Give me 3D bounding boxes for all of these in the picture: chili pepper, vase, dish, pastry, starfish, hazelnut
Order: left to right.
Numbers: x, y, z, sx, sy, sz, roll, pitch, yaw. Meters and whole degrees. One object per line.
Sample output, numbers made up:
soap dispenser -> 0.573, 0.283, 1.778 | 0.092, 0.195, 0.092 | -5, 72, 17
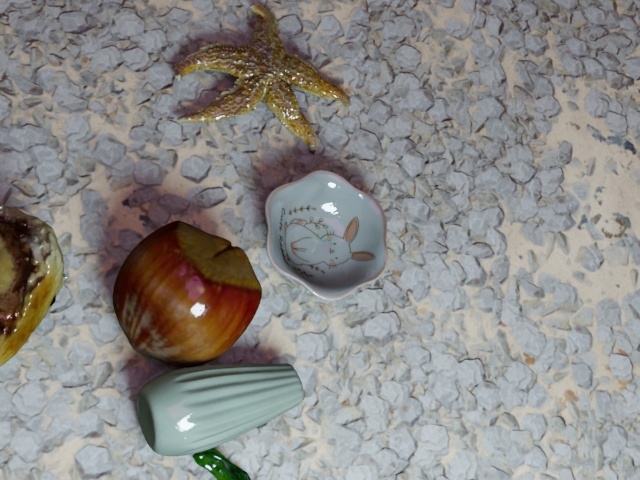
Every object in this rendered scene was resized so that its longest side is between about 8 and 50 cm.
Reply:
pastry -> -0.502, 0.072, 1.411 | 0.237, 0.170, 0.256 | 25, 73, 18
hazelnut -> -0.209, 0.086, 1.488 | 0.212, 0.181, 0.181 | 41, 36, 1
vase -> -0.146, 0.244, 1.463 | 0.248, 0.128, 0.128 | -10, 73, -26
chili pepper -> -0.129, 0.390, 1.449 | 0.073, 0.050, 0.182 | -20, 74, -14
starfish -> -0.095, -0.278, 1.706 | 0.302, 0.060, 0.299 | 29, 63, -4
dish -> 0.000, 0.000, 1.617 | 0.229, 0.081, 0.229 | 7, 67, -17
